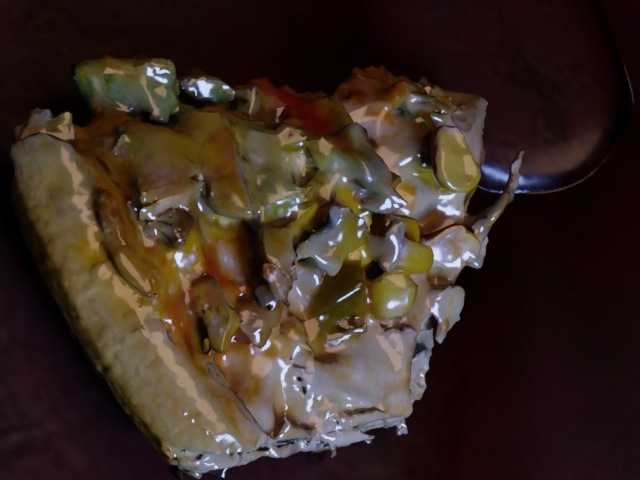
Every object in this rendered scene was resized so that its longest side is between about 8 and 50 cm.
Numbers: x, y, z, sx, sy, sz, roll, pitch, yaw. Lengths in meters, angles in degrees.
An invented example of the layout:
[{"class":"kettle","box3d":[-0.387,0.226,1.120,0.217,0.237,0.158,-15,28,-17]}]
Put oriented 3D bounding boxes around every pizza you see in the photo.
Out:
[{"class":"pizza","box3d":[0.000,0.000,0.686,0.226,0.069,0.147,-4,71,-39]}]
